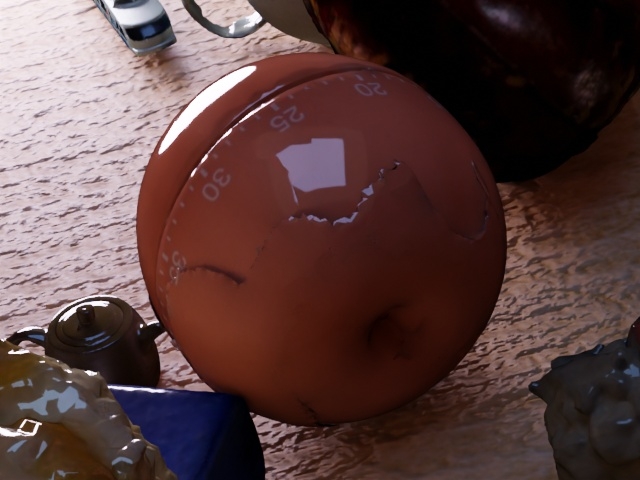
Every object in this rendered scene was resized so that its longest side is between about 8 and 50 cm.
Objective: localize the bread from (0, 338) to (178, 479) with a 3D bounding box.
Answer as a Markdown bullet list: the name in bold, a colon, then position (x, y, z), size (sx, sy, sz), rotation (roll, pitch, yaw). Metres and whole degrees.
- **bread**: position (-0.253, 0.252, 0.943), size (0.390, 0.279, 0.371), rotation (-2, 43, 22)

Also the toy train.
- **toy train**: position (-0.176, -0.218, 1.736), size (0.043, 0.047, 0.207), rotation (-24, 37, -11)

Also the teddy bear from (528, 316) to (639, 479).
- **teddy bear**: position (0.287, -0.020, 1.158), size (0.357, 0.224, 0.367), rotation (-45, 26, 21)

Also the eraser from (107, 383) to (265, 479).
- **eraser**: position (-0.211, 0.158, 1.211), size (0.332, 0.101, 0.155), rotation (2, 41, 21)

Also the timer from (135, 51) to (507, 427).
- **timer**: position (0.000, 0.000, 1.246), size (0.229, 0.230, 0.215), rotation (-24, 42, -13)

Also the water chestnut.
- **water chestnut**: position (0.126, -0.196, 1.405), size (0.300, 0.300, 0.300), rotation (-9, 37, 7)

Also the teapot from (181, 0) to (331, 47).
- **teapot**: position (0.025, -0.235, 1.632), size (0.294, 0.129, 0.193), rotation (-13, 37, 5)

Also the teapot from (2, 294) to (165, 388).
- **teapot**: position (-0.158, 0.071, 1.335), size (0.121, 0.068, 0.076), rotation (-2, 38, 15)
